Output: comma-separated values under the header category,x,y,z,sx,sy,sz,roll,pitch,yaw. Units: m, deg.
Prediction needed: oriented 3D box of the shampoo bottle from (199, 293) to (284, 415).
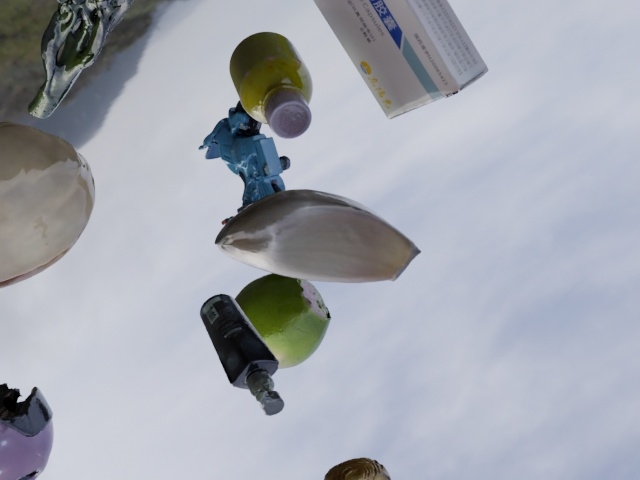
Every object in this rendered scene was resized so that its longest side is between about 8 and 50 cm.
category,x,y,z,sx,sy,sz,roll,pitch,yaw
shampoo bottle,-0.105,0.156,1.370,0.057,0.064,0.207,-54,-136,17

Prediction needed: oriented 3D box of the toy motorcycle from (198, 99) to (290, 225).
category,x,y,z,sx,sy,sz,roll,pitch,yaw
toy motorcycle,-0.148,-0.142,2.033,0.124,0.272,0.182,-18,-179,-41

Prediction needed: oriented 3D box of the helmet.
category,x,y,z,sx,sy,sz,roll,pitch,yaw
helmet,-0.478,0.302,1.392,0.198,0.154,0.253,-16,-165,31

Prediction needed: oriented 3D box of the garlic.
category,x,y,z,sx,sy,sz,roll,pitch,yaw
garlic,0.002,-0.008,1.501,0.112,0.318,0.143,-108,-145,-58

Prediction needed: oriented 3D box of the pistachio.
category,x,y,z,sx,sy,sz,roll,pitch,yaw
pistachio,-0.430,-0.032,1.218,0.318,0.213,0.193,-31,171,-19

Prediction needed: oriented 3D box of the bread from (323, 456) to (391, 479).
category,x,y,z,sx,sy,sz,roll,pitch,yaw
bread,0.047,0.310,1.220,0.083,0.110,0.044,-9,-147,-8

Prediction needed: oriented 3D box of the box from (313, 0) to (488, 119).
category,x,y,z,sx,sy,sz,roll,pitch,yaw
box,0.080,-0.350,1.451,0.065,0.343,0.200,-38,-168,-26

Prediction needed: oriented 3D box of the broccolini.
category,x,y,z,sx,sy,sz,roll,pitch,yaw
broccolini,-0.182,-0.164,0.803,0.091,0.068,0.202,-38,164,-46

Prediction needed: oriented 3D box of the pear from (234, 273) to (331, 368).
category,x,y,z,sx,sy,sz,roll,pitch,yaw
pear,-0.094,0.162,1.924,0.220,0.187,0.187,-37,-164,17

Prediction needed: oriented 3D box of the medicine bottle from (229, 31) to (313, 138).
category,x,y,z,sx,sy,sz,roll,pitch,yaw
medicine bottle,-0.070,-0.240,1.607,0.122,0.122,0.212,-36,-144,10
